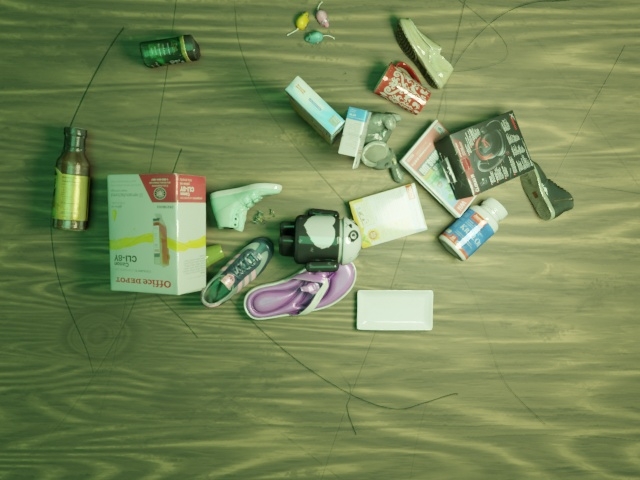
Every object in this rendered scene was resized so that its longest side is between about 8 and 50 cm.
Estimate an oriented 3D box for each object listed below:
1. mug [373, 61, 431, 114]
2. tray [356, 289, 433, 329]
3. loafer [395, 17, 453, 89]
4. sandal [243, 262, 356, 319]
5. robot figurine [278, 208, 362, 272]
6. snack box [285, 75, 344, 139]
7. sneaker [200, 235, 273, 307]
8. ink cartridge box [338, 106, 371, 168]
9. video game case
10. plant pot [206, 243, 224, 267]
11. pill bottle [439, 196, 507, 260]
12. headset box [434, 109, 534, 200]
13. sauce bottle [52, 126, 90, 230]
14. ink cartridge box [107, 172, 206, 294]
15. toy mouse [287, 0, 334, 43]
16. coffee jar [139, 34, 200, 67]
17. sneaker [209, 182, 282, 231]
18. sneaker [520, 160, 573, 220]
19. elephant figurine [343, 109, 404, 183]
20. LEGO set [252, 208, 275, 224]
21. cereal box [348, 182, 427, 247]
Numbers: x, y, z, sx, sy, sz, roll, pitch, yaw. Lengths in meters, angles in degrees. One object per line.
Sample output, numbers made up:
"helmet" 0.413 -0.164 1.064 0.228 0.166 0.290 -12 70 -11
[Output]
"mug" 0.289 -0.524 1.610 0.169 0.113 0.150 30 94 -6
"tray" 0.265 0.247 1.700 0.271 0.030 0.145 1 95 -1
"loafer" 0.354 -0.643 1.611 0.092 0.102 0.268 -38 103 0
"sandal" -0.065 0.186 1.652 0.417 0.102 0.169 -22 94 0
"robot figurine" 0.000 -0.003 1.605 0.279 0.173 0.208 2 94 -1
"snack box" -0.013 -0.398 1.503 0.187 0.322 0.060 44 95 -4
"sneaker" -0.283 0.116 1.628 0.112 0.131 0.319 43 92 -3
"ink cartridge box" 0.104 -0.321 1.493 0.060 0.104 0.180 16 104 10
"video game case" 0.433 -0.246 1.634 0.285 0.025 0.204 42 77 -10
"plant pot" -0.379 0.048 1.653 0.079 0.083 0.083 -22 94 -11
"pill bottle" 0.529 -0.044 1.639 0.221 0.124 0.124 -45 94 2
"headset box" 0.537 -0.279 1.593 0.294 0.110 0.217 -24 94 -16
"sauce bottle" -0.837 -0.207 1.607 0.112 0.111 0.343 6 92 -2
"ink cartridge box" -0.533 -0.023 1.559 0.280 0.160 0.384 2 95 20
"toy mouse" -0.012 -0.733 1.625 0.143 0.031 0.161 34 92 -3
"coffee jar" -0.500 -0.632 1.590 0.185 0.096 0.078 -10 97 0
"sneaker" -0.244 -0.111 1.631 0.256 0.094 0.150 -11 88 9
"sneaker" 0.793 -0.187 1.669 0.118 0.083 0.221 -21 87 -19
"elephant figurine" 0.188 -0.312 1.608 0.186 0.169 0.239 14 111 26
"LEGO set" -0.201 -0.083 1.674 0.083 0.023 0.054 -6 96 -14
"cereal box" 0.236 -0.087 1.667 0.241 0.047 0.172 -16 94 -1
